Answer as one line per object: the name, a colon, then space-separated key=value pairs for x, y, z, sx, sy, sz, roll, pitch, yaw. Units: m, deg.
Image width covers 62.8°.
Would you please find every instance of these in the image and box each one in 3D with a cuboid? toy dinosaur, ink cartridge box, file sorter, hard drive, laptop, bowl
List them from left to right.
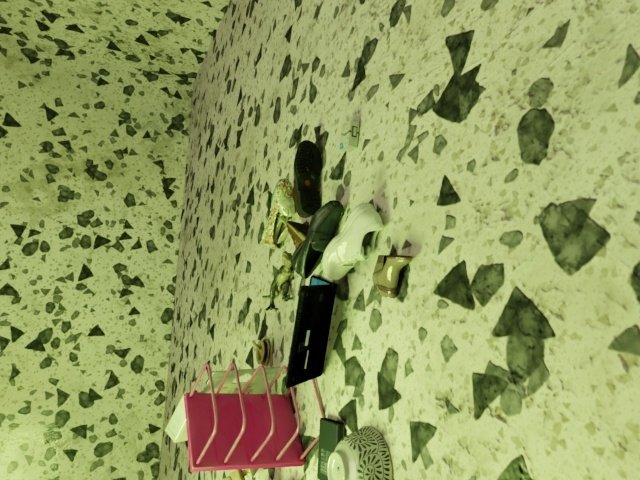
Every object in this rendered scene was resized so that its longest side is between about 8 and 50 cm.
ink cartridge box: x=-0.272 y=0.446 z=1.494 sx=0.060 sy=0.275 sz=0.238 roll=36 pitch=103 yaw=35
file sorter: x=-0.161 y=0.422 z=1.291 sx=0.182 sy=0.291 sz=0.202 roll=-61 pitch=33 yaw=32
toy dinosaur: x=-0.125 y=0.145 z=1.582 sx=0.268 sy=0.064 sz=0.118 roll=121 pitch=154 yaw=-44
laptop: x=-0.049 y=0.210 z=1.295 sx=0.137 sy=0.264 sz=0.234 roll=9 pitch=92 yaw=29
hard drive: x=0.023 y=0.480 z=1.195 sx=0.094 sy=0.022 sz=0.135 roll=160 pitch=115 yaw=-63
ink cartridge box: x=0.073 y=-0.269 z=1.314 sx=0.048 sy=0.028 sz=0.083 roll=-9 pitch=74 yaw=64
bowl: x=0.064 y=0.459 z=1.045 sx=0.170 sy=0.080 sz=0.169 roll=-172 pitch=90 yaw=-66

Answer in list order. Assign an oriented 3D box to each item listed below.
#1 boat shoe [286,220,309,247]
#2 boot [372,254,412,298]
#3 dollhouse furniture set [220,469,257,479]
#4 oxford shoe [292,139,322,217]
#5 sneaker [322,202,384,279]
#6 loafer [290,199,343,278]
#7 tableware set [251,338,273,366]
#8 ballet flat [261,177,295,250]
boat shoe: x=-0.057 y=-0.007 z=1.470 sx=0.178 sy=0.064 sz=0.060 roll=44 pitch=120 yaw=58
boot: x=0.144 y=0.073 z=1.049 sx=0.118 sy=0.042 sz=0.086 roll=179 pitch=93 yaw=-66
dollhouse furniture set: x=-0.174 y=0.648 z=1.393 sx=0.355 sy=0.174 sz=0.303 roll=58 pitch=172 yaw=38
oxford shoe: x=-0.049 y=-0.173 z=1.487 sx=0.096 sy=0.083 sz=0.227 roll=153 pitch=123 yaw=-66
sneaker: x=0.074 y=0.024 z=1.176 sx=0.094 sy=0.080 sz=0.212 roll=57 pitch=133 yaw=39
loafer: x=0.000 y=0.000 z=1.331 sx=0.223 sy=0.076 sz=0.078 roll=-59 pitch=43 yaw=24
tableware set: x=-0.195 y=0.409 z=1.665 sx=0.128 sy=0.039 sz=0.194 roll=-19 pitch=65 yaw=62
ballet flat: x=-0.118 y=-0.074 z=1.628 sx=0.077 sy=0.091 sz=0.240 roll=35 pitch=123 yaw=29
